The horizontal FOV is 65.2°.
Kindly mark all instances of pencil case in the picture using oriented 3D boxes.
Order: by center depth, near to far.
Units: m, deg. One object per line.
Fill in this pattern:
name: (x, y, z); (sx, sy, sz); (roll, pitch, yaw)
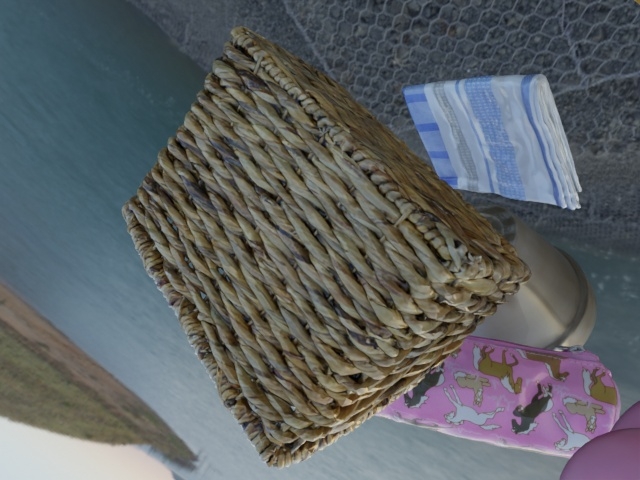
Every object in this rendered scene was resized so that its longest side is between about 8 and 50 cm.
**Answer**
pencil case: (0.246, 0.228, 0.799); (0.385, 0.167, 0.160); (9, 144, 7)

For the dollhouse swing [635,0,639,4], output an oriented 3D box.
dollhouse swing: (0.367, -0.392, 0.326); (0.346, 0.305, 0.315); (2, 171, 24)

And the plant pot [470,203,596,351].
plant pot: (0.367, 0.080, 1.054); (0.323, 0.323, 0.280); (1, 144, 46)

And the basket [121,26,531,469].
basket: (0.000, 0.000, 0.464); (0.299, 0.223, 0.213); (49, -158, 26)

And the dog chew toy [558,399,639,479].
dog chew toy: (0.308, 0.193, 0.357); (0.331, 0.207, 0.206); (2, 162, -24)

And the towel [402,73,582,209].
towel: (0.250, -0.151, 0.771); (0.285, 0.034, 0.209); (25, 150, 59)
